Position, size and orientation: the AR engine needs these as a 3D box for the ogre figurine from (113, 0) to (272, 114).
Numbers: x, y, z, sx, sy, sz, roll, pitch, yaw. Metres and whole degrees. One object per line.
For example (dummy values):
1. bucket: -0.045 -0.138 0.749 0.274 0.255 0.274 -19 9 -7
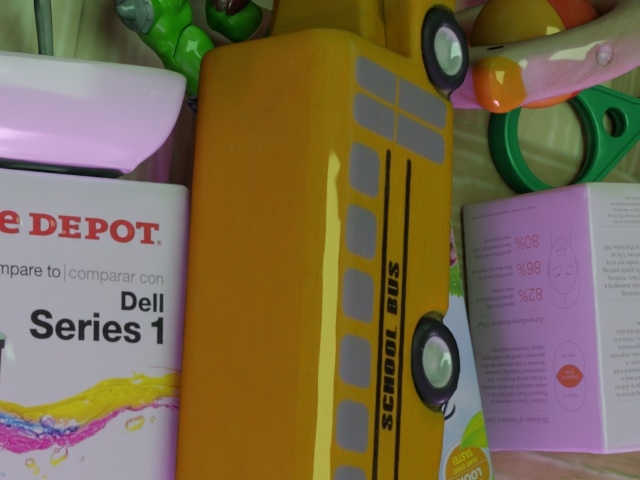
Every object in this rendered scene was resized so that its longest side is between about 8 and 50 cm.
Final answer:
1. ogre figurine: -0.063 -0.171 1.019 0.118 0.097 0.197 31 80 -38

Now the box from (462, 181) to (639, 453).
1. box: 0.172 0.053 1.120 0.091 0.130 0.170 0 85 -34

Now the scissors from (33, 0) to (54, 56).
1. scissors: -0.152 -0.200 0.912 0.021 0.297 0.109 0 52 0

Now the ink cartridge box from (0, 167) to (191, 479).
1. ink cartridge box: -0.180 0.102 0.895 0.201 0.117 0.278 5 81 -32

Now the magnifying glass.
1. magnifying glass: 0.216 -0.087 1.231 0.231 0.026 0.092 -15 92 -31

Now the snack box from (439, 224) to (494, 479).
1. snack box: 0.009 0.076 1.049 0.175 0.070 0.207 -9 90 -33

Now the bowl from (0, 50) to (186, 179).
1. bowl: -0.154 -0.062 0.906 0.142 0.142 0.053 5 82 -27

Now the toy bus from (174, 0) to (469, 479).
1. toy bus: 0.000 0.000 0.924 0.130 0.108 0.332 18 70 -51

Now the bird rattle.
1. bird rattle: 0.128 -0.123 1.083 0.254 0.207 0.143 -12 109 -24
